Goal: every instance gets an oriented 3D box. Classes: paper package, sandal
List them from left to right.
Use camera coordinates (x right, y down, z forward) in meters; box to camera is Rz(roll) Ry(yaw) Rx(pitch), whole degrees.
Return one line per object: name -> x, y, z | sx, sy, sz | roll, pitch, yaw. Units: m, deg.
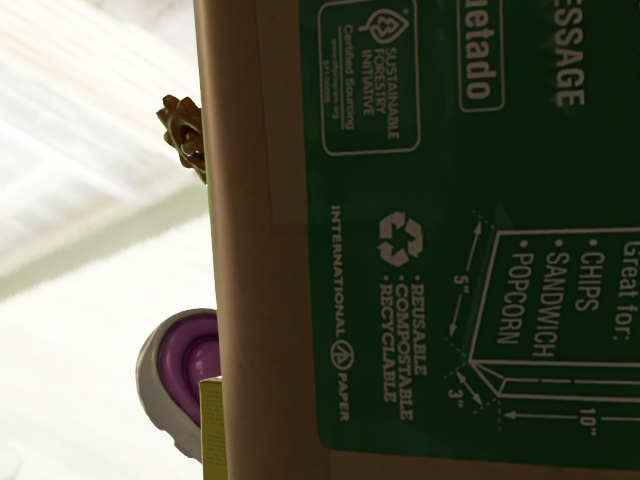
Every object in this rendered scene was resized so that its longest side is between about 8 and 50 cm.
sandal -> 0.045, 0.184, 1.382 | 0.102, 0.416, 0.169 | -49, -164, 49
paper package -> 0.118, 0.028, 0.472 | 0.168, 0.309, 0.325 | -3, -90, 33

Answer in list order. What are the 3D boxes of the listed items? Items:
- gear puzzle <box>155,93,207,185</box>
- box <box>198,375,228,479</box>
gear puzzle -> 0.000, 0.000, 1.369 | 0.044, 0.339, 0.175 | -42, 163, -28
box -> -0.011, 0.183, 0.891 | 0.058, 0.087, 0.232 | 1, -86, 46
